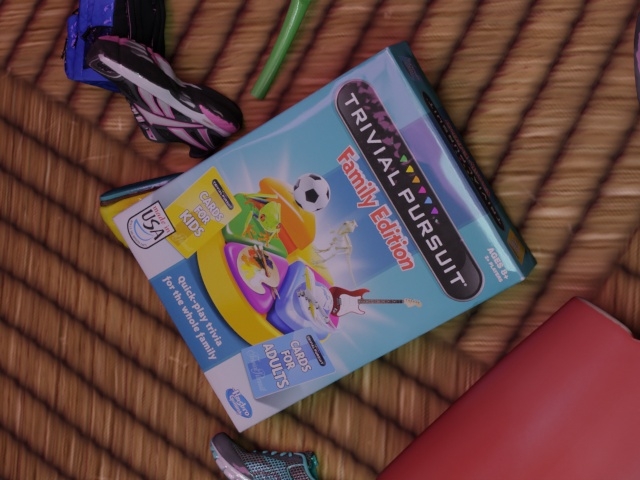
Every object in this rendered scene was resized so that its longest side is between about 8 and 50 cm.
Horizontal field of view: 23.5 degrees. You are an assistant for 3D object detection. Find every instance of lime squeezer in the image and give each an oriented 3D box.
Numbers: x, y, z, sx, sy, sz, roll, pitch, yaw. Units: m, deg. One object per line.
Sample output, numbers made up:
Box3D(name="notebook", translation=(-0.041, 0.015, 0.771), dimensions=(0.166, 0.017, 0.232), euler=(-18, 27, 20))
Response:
Box3D(name="lime squeezer", translation=(-0.028, -0.307, 1.615), dimensions=(0.110, 0.059, 0.310), euler=(0, 85, 26))

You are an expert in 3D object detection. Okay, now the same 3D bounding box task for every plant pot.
Box3D(name="plant pot", translation=(0.225, 0.200, 1.336), dimensions=(0.275, 0.275, 0.243), euler=(39, 91, 24))

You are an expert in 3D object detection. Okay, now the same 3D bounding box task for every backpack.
Box3D(name="backpack", translation=(-0.227, -0.226, 1.680), dimensions=(0.101, 0.098, 0.120), euler=(5, 87, 30))

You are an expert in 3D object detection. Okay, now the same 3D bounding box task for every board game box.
Box3D(name="board game box", translation=(0.000, 0.000, 1.512), dimensions=(0.336, 0.079, 0.253), euler=(-30, 91, 20))

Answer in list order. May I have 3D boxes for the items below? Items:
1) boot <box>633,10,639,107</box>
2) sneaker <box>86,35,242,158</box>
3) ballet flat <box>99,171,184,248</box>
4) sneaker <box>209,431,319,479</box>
Box3D(name="boot", translation=(0.431, -0.199, 1.382), dimensions=(0.281, 0.096, 0.264), euler=(7, 80, 19))
Box3D(name="sneaker", translation=(-0.173, -0.141, 1.619), dimensions=(0.178, 0.072, 0.077), euler=(32, 115, -18))
Box3D(name="ballet flat", translation=(-0.131, -0.046, 1.635), dimensions=(0.231, 0.077, 0.077), euler=(-18, 98, 26))
Box3D(name="sneaker", translation=(-0.038, 0.239, 1.566), dimensions=(0.166, 0.065, 0.076), euler=(36, 84, 21))
